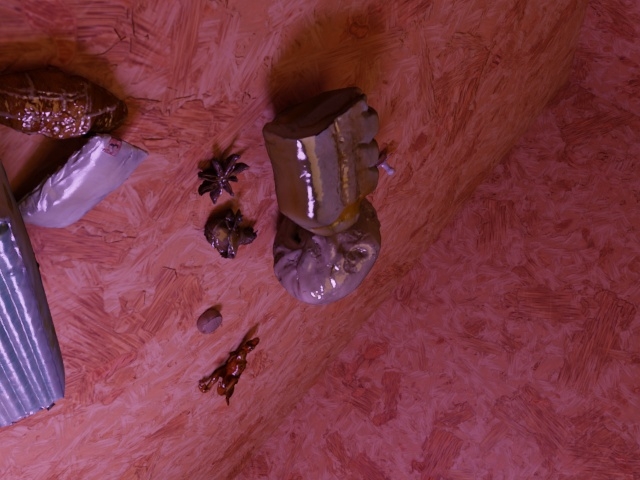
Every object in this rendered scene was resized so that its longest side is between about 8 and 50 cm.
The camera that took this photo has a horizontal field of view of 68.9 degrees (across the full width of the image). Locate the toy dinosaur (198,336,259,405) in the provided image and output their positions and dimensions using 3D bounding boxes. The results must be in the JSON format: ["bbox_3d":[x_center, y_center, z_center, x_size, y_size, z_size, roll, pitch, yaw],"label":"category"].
[{"bbox_3d":[-0.362,0.534,1.779,0.208,0.097,0.432,-28,153,-57],"label":"toy dinosaur"}]

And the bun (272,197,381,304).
[{"bbox_3d":[0.000,0.000,1.356,0.234,0.326,0.361,33,82,-44],"label":"bun"}]

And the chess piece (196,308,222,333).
[{"bbox_3d":[-0.347,0.255,1.462,0.084,0.038,0.083,-38,156,-21],"label":"chess piece"}]

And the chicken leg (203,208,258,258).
[{"bbox_3d":[-0.230,-0.009,1.235,0.125,0.081,0.196,-58,158,-12],"label":"chicken leg"}]

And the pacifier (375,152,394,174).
[{"bbox_3d":[0.229,-0.261,1.640,0.099,0.078,0.081,-46,177,-9],"label":"pacifier"}]

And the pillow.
[{"bbox_3d":[-0.406,-0.098,0.792,0.229,0.051,0.128,-36,168,12],"label":"pillow"}]

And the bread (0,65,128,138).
[{"bbox_3d":[-0.384,-0.200,0.702,0.233,0.076,0.105,-12,138,-55],"label":"bread"}]

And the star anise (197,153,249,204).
[{"bbox_3d":[-0.230,-0.148,1.070,0.141,0.042,0.141,-38,157,-20],"label":"star anise"}]

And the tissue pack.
[{"bbox_3d":[-0.477,0.041,0.631,0.162,0.287,0.388,-18,142,-32],"label":"tissue pack"}]

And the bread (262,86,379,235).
[{"bbox_3d":[0.001,-0.184,1.147,0.300,0.210,0.341,-42,138,-31],"label":"bread"}]
